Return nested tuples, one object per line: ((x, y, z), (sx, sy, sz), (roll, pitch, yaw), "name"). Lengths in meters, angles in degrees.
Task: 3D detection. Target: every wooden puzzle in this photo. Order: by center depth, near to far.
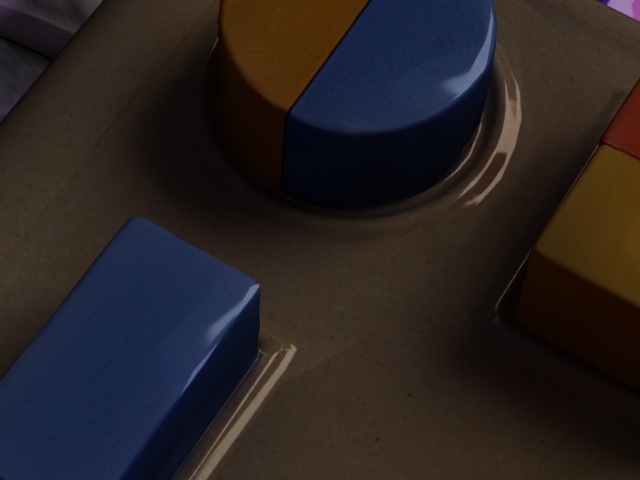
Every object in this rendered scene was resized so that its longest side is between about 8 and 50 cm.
((0.027, 0.029, 0.604), (0.348, 0.080, 0.322), (26, 62, 17), "wooden puzzle")

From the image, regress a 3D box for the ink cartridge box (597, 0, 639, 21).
((0.132, -0.051, 0.976), (0.330, 0.324, 0.071), (23, 11, -46), "ink cartridge box")

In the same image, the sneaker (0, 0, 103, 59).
((-0.086, -0.170, 0.956), (0.292, 0.169, 0.108), (11, 43, -57), "sneaker")
